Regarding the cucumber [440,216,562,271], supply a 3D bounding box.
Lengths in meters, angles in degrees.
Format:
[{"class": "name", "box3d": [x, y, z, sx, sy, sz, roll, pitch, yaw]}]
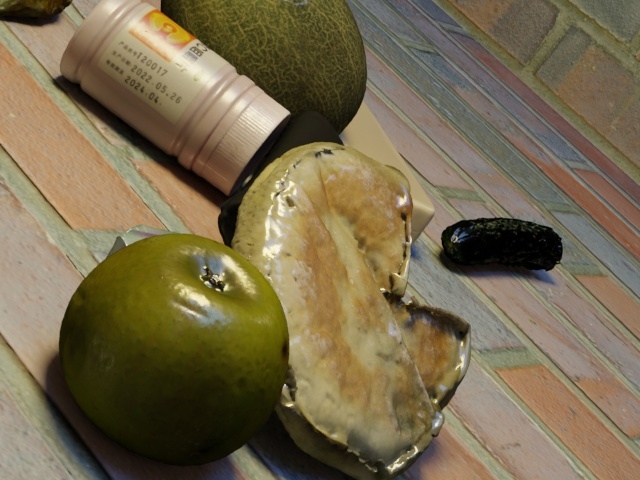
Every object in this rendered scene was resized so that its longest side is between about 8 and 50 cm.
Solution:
[{"class": "cucumber", "box3d": [0.253, 0.002, 2.081, 0.303, 0.072, 0.081, 6, 36, -54]}]

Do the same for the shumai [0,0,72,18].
[{"class": "shumai", "box3d": [-0.368, -0.402, 1.769, 0.222, 0.203, 0.272, 29, 17, -22]}]

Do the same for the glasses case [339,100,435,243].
[{"class": "glasses case", "box3d": [0.035, -0.123, 1.992, 0.144, 0.076, 0.336, 24, 23, -33]}]

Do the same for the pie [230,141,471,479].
[{"class": "pie", "box3d": [0.026, 0.066, 1.364, 0.337, 0.075, 0.337, 22, 59, -41]}]

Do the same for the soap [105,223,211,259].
[{"class": "soap", "box3d": [-0.143, 0.038, 1.363, 0.149, 0.056, 0.100, 12, 32, -50]}]

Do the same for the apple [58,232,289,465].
[{"class": "apple", "box3d": [-0.114, 0.085, 1.166, 0.196, 0.157, 0.196, 24, 27, -13]}]

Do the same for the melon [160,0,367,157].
[{"class": "melon", "box3d": [-0.075, -0.250, 1.825, 0.301, 0.237, 0.237, 56, 13, -21]}]

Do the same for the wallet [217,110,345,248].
[{"class": "wallet", "box3d": [0.001, -0.001, 1.585, 0.228, 0.062, 0.406, 59, 18, -11]}]

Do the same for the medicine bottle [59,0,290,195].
[{"class": "medicine bottle", "box3d": [-0.170, -0.173, 1.683, 0.250, 0.133, 0.133, 38, 20, 2]}]
